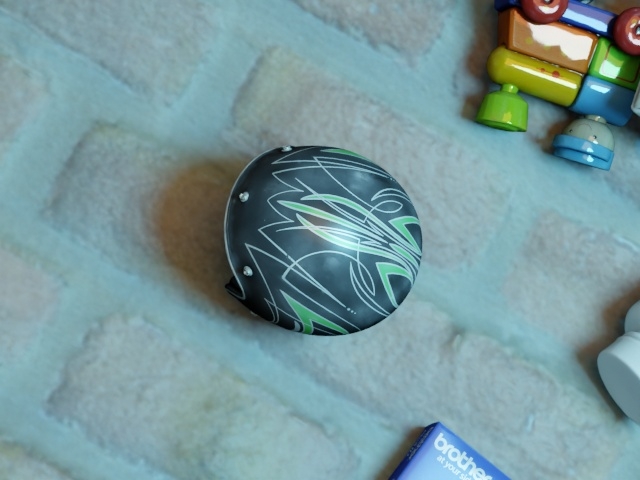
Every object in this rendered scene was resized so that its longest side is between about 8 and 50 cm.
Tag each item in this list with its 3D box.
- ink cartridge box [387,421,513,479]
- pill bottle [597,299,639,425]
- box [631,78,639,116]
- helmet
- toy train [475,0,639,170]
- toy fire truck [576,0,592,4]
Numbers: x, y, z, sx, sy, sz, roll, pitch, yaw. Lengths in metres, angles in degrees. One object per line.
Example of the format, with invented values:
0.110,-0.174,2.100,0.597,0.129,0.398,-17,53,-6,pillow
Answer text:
0.147,0.255,1.351,0.207,0.046,0.097,39,73,-1,ink cartridge box
0.348,0.073,1.393,0.215,0.117,0.117,-33,86,-16,pill bottle
0.407,-0.116,1.384,0.232,0.148,0.127,31,72,-34,box
0.000,0.000,1.314,0.169,0.161,0.169,2,78,-11,helmet
0.170,-0.162,1.423,0.248,0.105,0.143,17,89,-7,toy train
0.318,-0.263,1.448,0.192,0.135,0.047,-7,80,-13,toy fire truck
